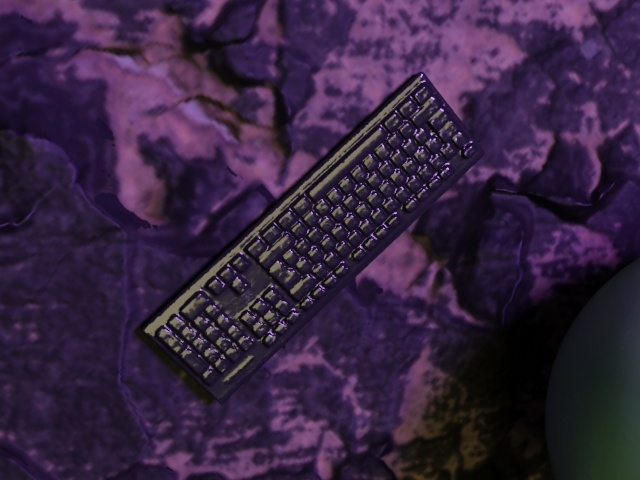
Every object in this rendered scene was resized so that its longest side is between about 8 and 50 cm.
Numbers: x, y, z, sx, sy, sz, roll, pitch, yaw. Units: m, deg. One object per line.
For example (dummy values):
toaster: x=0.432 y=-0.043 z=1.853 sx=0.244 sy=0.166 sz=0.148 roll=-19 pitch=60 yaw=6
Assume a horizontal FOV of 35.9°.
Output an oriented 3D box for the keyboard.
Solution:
keyboard: x=0.000 y=0.000 z=0.534 sx=0.202 sy=0.011 sz=0.067 roll=-43 pitch=115 yaw=-3

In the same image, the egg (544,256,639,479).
egg: x=0.254 y=0.097 z=0.545 sx=0.270 sy=0.220 sz=0.220 roll=-4 pitch=109 yaw=-28
